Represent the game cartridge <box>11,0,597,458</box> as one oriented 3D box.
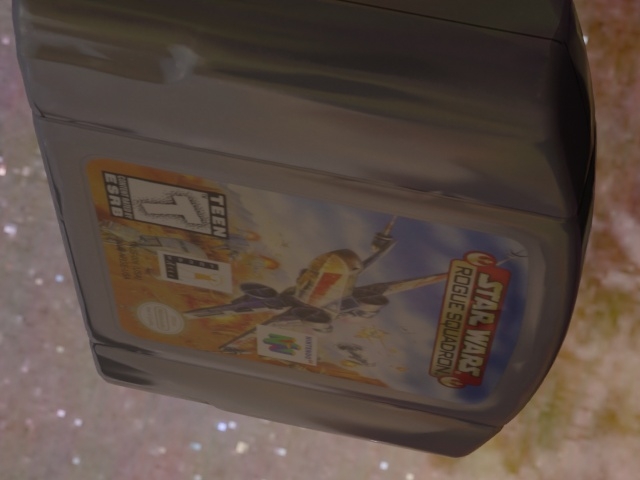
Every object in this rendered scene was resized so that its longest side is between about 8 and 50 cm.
[{"bbox_3d":[0.000,0.000,0.573,0.297,0.198,0.062,92,-165,-60],"label":"game cartridge"}]
